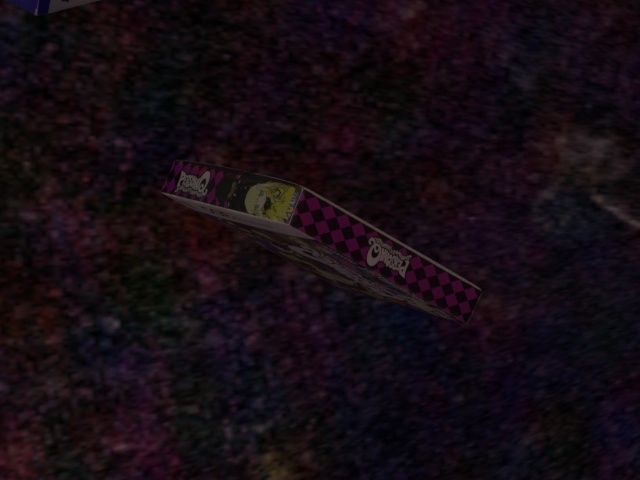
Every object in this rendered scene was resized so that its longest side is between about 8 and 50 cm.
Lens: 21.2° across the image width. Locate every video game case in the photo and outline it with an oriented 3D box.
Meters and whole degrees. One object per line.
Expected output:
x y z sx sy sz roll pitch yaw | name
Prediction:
0.000 0.000 1.560 0.210 0.232 0.042 15 79 52 | video game case

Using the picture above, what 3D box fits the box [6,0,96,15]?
-0.190 -0.205 1.081 0.126 0.137 0.072 24 112 13 | box
